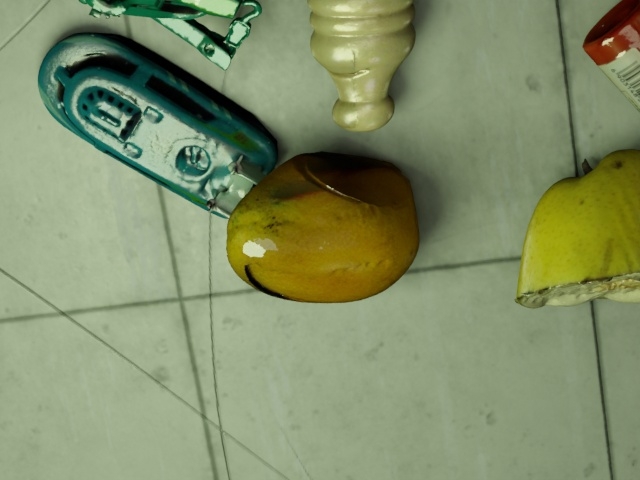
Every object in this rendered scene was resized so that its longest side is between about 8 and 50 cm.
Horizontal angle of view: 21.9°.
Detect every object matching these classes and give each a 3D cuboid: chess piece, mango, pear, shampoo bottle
[{"bbox_3d":[0.052,-0.272,1.864,0.139,0.124,0.307,-17,115,-29],"label":"chess piece"},{"bbox_3d":[0.000,0.000,1.916,0.236,0.136,0.166,7,123,-28],"label":"mango"},{"bbox_3d":[0.347,-0.015,1.891,0.267,0.267,0.178,-4,84,6],"label":"pear"},{"bbox_3d":[0.423,-0.152,1.867,0.104,0.104,0.278,-41,100,16],"label":"shampoo bottle"}]

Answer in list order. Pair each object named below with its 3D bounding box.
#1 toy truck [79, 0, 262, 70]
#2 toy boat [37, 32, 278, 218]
[{"bbox_3d":[-0.226,-0.338,1.832,0.363,0.176,0.178,25,121,-5],"label":"toy truck"},{"bbox_3d":[-0.198,-0.132,1.939,0.299,0.092,0.134,30,112,-6],"label":"toy boat"}]
